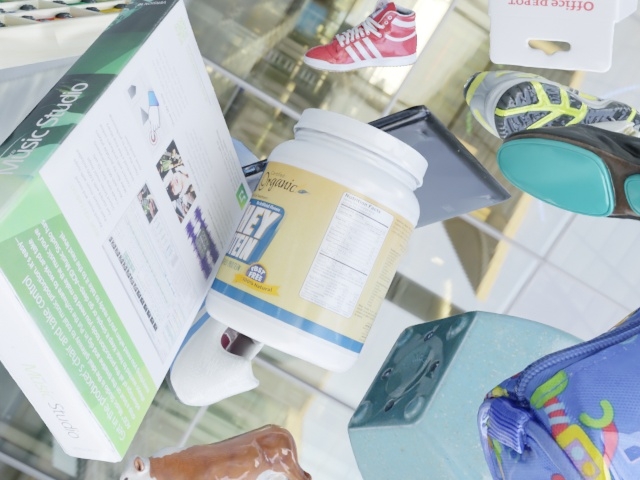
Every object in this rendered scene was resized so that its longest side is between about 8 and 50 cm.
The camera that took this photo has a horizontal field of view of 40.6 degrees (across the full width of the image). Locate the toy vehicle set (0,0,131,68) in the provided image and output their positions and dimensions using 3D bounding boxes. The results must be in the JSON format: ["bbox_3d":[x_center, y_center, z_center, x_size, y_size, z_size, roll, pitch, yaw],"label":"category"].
[{"bbox_3d":[-0.302,-0.217,0.863,0.267,0.166,0.035,-32,134,-55],"label":"toy vehicle set"}]

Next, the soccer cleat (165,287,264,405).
[{"bbox_3d":[-0.117,0.089,1.194,0.143,0.116,0.331,-13,-140,17],"label":"soccer cleat"}]

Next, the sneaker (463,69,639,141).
[{"bbox_3d":[0.395,-0.197,1.412,0.145,0.385,0.147,-59,-141,16],"label":"sneaker"}]

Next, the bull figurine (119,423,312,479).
[{"bbox_3d":[-0.150,0.377,1.318,0.310,0.188,0.101,-12,154,-35],"label":"bull figurine"}]

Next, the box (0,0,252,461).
[{"bbox_3d":[-0.159,-0.020,0.707,0.322,0.059,0.232,-69,151,-45],"label":"box"}]

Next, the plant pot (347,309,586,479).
[{"bbox_3d":[0.182,0.212,0.932,0.247,0.252,0.248,-55,-165,-27],"label":"plant pot"}]

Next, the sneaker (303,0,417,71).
[{"bbox_3d":[0.041,-0.208,0.874,0.042,0.119,0.067,-109,-164,-50],"label":"sneaker"}]

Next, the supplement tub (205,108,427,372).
[{"bbox_3d":[0.000,0.000,0.764,0.144,0.144,0.199,175,-61,-80],"label":"supplement tub"}]

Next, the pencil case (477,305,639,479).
[{"bbox_3d":[0.222,0.057,0.434,0.306,0.133,0.119,-29,-172,-12],"label":"pencil case"}]

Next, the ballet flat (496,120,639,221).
[{"bbox_3d":[0.307,-0.065,0.845,0.096,0.095,0.280,-35,-143,-26],"label":"ballet flat"}]

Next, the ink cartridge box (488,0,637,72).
[{"bbox_3d":[0.188,-0.228,0.665,0.060,0.104,0.180,-36,130,-48],"label":"ink cartridge box"}]

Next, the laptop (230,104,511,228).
[{"bbox_3d":[-0.012,-0.143,1.150,0.408,0.236,0.382,-17,163,21],"label":"laptop"}]
